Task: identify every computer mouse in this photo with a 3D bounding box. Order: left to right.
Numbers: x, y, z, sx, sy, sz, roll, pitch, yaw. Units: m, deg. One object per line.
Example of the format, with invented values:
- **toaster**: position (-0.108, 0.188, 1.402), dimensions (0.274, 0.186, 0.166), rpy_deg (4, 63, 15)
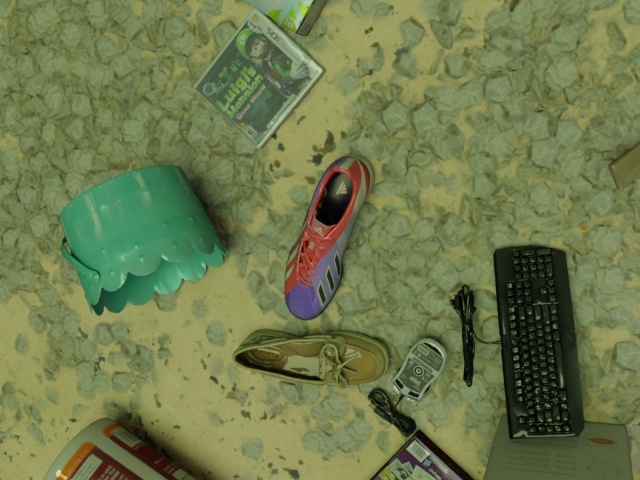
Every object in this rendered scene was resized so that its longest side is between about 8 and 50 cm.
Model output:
- **computer mouse**: position (0.168, 0.254, 1.494), dimensions (0.106, 0.042, 0.193), rpy_deg (37, 113, 14)

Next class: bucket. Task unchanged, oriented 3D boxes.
- **bucket**: position (-0.321, -0.001, 1.491), dimensions (0.281, 0.281, 0.183), rpy_deg (-28, 80, 20)

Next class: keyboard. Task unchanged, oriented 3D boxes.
- **keyboard**: position (0.318, 0.166, 1.377), dimensions (0.202, 0.033, 0.317), rpy_deg (-7, 73, 18)

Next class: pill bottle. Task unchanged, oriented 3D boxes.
- **pill bottle**: position (-0.328, 0.538, 1.599), dimensions (0.392, 0.224, 0.224), rpy_deg (32, 107, 11)

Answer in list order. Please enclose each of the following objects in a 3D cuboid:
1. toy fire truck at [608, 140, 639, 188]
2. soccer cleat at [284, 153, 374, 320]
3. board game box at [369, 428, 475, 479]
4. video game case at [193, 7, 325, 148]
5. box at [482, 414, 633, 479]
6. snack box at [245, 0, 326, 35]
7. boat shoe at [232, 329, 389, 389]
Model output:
- **toy fire truck**: position (0.586, -0.112, 1.257), dimensions (0.246, 0.158, 0.217), rpy_deg (-19, 93, 31)
- **soccer cleat**: position (0.000, 0.000, 1.465), dimensions (0.109, 0.116, 0.318), rpy_deg (25, 105, 12)
- **board game box**: position (0.240, 0.535, 1.513), dimensions (0.347, 0.056, 0.208), rpy_deg (43, 104, 7)
- **video game case**: position (-0.113, -0.292, 1.505), dimensions (0.173, 0.022, 0.190), rpy_deg (44, 109, 7)
- **box**: position (0.370, 0.416, 1.293), dimensions (0.215, 0.345, 0.168), rpy_deg (2, 99, 18)
- **snack box**: position (-0.051, -0.487, 1.429), dimensions (0.174, 0.070, 0.207), rpy_deg (36, 108, 10)
- **boat shoe**: position (-0.018, 0.222, 1.520), dimensions (0.285, 0.089, 0.104), rpy_deg (-1, 98, 17)
